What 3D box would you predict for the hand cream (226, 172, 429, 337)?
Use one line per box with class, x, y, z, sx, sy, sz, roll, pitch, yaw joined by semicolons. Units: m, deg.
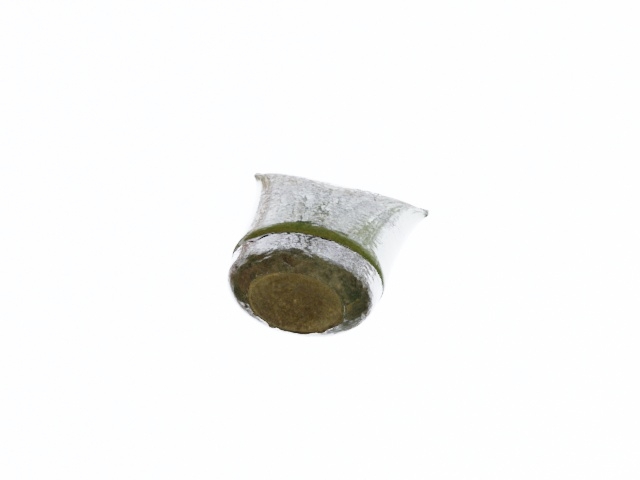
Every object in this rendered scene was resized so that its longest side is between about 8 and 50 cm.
hand cream;0.000;0.000;0.952;0.095;0.175;0.046;11;-69;4
